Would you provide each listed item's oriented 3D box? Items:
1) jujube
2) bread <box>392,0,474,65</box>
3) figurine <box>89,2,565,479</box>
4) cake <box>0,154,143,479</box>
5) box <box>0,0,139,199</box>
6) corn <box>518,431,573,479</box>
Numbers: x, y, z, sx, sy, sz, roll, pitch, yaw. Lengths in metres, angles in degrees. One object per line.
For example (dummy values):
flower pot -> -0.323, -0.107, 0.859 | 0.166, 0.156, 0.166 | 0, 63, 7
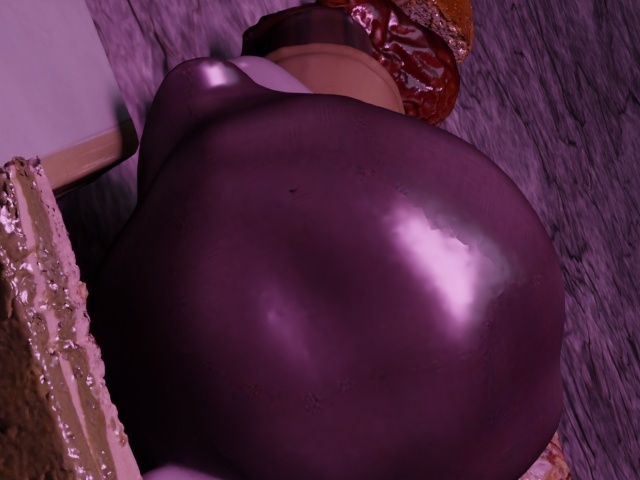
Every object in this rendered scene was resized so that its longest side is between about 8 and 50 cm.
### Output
jujube -> 0.043, -0.123, 1.208 | 0.129, 0.077, 0.077 | 41, 35, -42
bread -> 0.065, -0.165, 1.286 | 0.077, 0.083, 0.070 | 46, 40, -41
figurine -> -0.020, -0.001, 0.859 | 0.365, 0.206, 0.218 | -121, -154, -61
cake -> -0.112, 0.040, 0.681 | 0.051, 0.055, 0.140 | -19, 94, -68
box -> -0.170, -0.095, 0.682 | 0.211, 0.045, 0.270 | 68, 21, -7
corn -> 0.118, 0.195, 1.080 | 0.098, 0.098, 0.290 | 48, 30, -46
